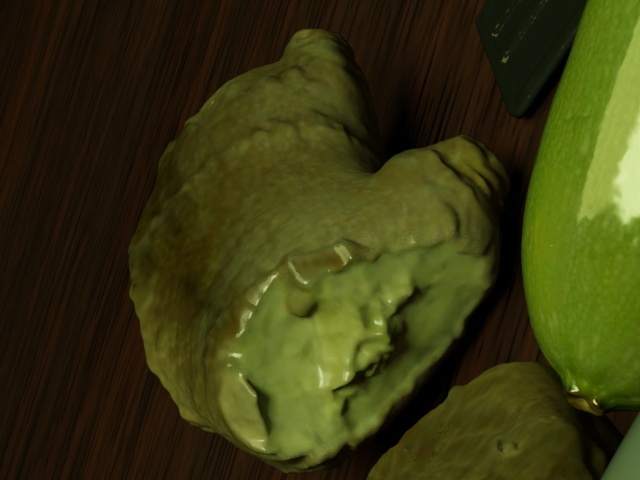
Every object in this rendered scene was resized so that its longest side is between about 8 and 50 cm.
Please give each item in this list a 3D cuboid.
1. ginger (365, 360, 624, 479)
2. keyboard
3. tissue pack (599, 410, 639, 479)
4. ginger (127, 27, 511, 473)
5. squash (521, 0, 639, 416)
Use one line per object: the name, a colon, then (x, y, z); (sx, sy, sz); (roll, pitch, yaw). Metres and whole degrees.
ginger: (0.076, 0.174, 0.663); (0.219, 0.123, 0.270); (-45, 28, 7)
keyboard: (0.175, -0.223, 0.863); (0.103, 0.041, 0.381); (-102, 32, -48)
tissue pack: (0.166, 0.099, 0.390); (0.333, 0.236, 0.229); (-63, 24, 18)
ginger: (0.000, 0.000, 0.967); (0.221, 0.130, 0.276); (-36, 39, 37)
squash: (0.136, -0.022, 0.695); (0.123, 0.123, 0.187); (26, 98, 66)
